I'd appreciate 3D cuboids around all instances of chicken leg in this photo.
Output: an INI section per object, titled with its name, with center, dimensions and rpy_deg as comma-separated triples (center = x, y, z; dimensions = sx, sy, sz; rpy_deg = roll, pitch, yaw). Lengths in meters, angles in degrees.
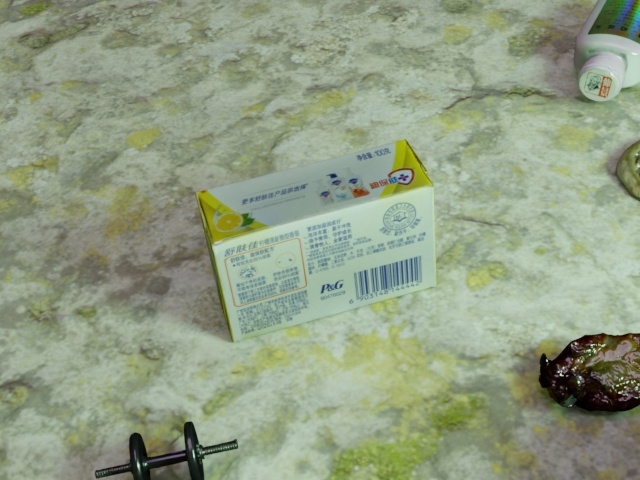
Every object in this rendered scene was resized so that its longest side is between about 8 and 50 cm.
[chicken leg]
center = 0.360, 0.151, 1.001
dimensions = 0.253, 0.051, 0.106
rpy_deg = 10, 52, 15

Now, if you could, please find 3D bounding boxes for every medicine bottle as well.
[medicine bottle]
center = 0.446, -0.292, 1.425
dimensions = 0.115, 0.078, 0.219
rpy_deg = 18, 49, 21

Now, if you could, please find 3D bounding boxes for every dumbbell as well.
[dumbbell]
center = -0.157, 0.224, 0.971
dimensions = 0.147, 0.069, 0.069
rpy_deg = -11, 44, -4

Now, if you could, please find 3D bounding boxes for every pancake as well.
[pancake]
center = 0.471, -0.093, 1.255
dimensions = 0.152, 0.025, 0.151
rpy_deg = -4, 43, 3

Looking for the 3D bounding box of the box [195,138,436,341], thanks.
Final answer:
[box]
center = 0.000, 0.000, 1.118
dimensions = 0.265, 0.168, 0.097
rpy_deg = -16, 42, -8
